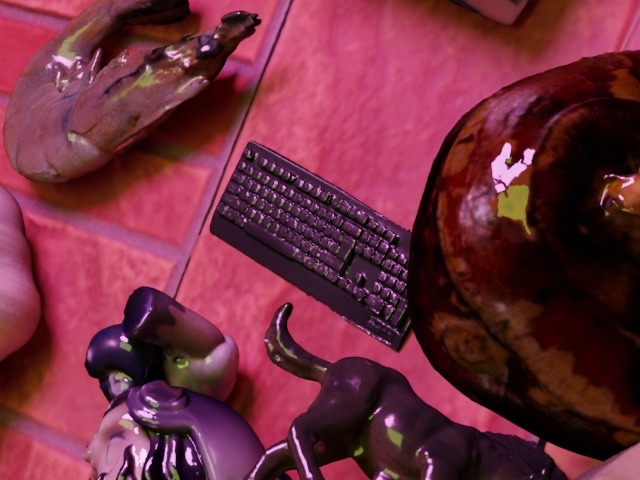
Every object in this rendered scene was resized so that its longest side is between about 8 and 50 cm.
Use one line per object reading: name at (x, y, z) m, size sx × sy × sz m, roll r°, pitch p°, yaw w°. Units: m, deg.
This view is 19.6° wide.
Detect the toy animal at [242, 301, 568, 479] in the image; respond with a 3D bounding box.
toy animal at (0.042, 0.136, 1.083) m, size 0.233 × 0.084 × 0.148 m, roll 32°, pitch 52°, yaw 21°

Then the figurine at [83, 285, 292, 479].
figurine at (-0.084, 0.154, 1.183) m, size 0.145 × 0.145 × 0.222 m, roll -30°, pitch 48°, yaw 24°

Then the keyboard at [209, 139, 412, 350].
keyboard at (-0.001, -0.001, 1.237) m, size 0.196 × 0.015 × 0.074 m, roll 32°, pitch 94°, yaw 39°

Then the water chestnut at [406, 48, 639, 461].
water chestnut at (0.158, 0.004, 0.985) m, size 0.238 × 0.224 × 0.223 m, roll 156°, pitch 125°, yaw -63°

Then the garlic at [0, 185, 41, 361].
garlic at (-0.322, 0.019, 1.331) m, size 0.199 × 0.226 × 0.199 m, roll -15°, pitch 60°, yaw 28°

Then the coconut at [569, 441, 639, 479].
coconut at (0.189, 0.200, 0.881) m, size 0.259 × 0.259 × 0.259 m, roll -13°, pitch 66°, yaw 32°

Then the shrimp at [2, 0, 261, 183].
shrimp at (-0.138, -0.132, 1.362) m, size 0.254 × 0.059 × 0.145 m, roll -33°, pitch 47°, yaw 28°

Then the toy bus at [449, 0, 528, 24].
toy bus at (0.038, -0.253, 1.247) m, size 0.297 × 0.106 × 0.131 m, roll 31°, pitch 95°, yaw 41°
